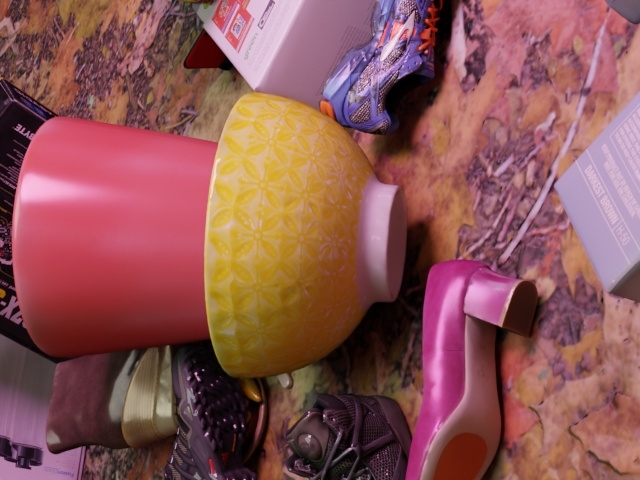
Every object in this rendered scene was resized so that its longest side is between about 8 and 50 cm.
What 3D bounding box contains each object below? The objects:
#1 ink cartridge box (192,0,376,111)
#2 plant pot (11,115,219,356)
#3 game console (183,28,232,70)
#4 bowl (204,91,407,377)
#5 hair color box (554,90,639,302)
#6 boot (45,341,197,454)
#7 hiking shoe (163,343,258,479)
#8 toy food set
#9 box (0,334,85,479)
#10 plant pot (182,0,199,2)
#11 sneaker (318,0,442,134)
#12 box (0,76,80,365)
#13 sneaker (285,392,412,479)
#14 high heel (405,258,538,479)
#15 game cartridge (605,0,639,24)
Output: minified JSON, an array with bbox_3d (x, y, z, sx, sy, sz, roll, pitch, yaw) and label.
[{"bbox_3d":[0.002,-0.331,1.621,0.309,0.130,0.272,-61,32,17],"label":"ink cartridge box"},{"bbox_3d":[-0.174,0.000,1.577,0.243,0.275,0.275,2,73,11],"label":"plant pot"},{"bbox_3d":[-0.123,-0.295,1.832,0.144,0.085,0.124,-55,37,25],"label":"game console"},{"bbox_3d":[0.000,0.000,1.424,0.156,0.289,0.289,4,75,13],"label":"bowl"},{"bbox_3d":[0.352,-0.102,0.950,0.374,0.185,0.113,-50,39,31],"label":"hair color box"},{"bbox_3d":[-0.244,0.133,1.755,0.207,0.090,0.248,-11,63,30],"label":"boot"},{"bbox_3d":[-0.137,0.228,1.570,0.114,0.086,0.227,-27,69,35],"label":"hiking shoe"},{"bbox_3d":[-0.107,0.197,1.632,0.192,0.038,0.132,-62,35,17],"label":"toy food set"},{"bbox_3d":[-0.397,0.222,1.938,0.087,0.169,0.290,-13,64,51],"label":"box"},{"bbox_3d":[-0.218,-0.428,1.666,0.254,0.254,0.239,22,93,57],"label":"plant pot"},{"bbox_3d":[0.092,-0.202,1.493,0.087,0.083,0.221,33,97,23],"label":"sneaker"},{"bbox_3d":[-0.339,-0.009,1.759,0.257,0.322,0.079,-49,38,8],"label":"box"},{"bbox_3d":[0.039,0.227,1.323,0.087,0.130,0.227,-54,39,30],"label":"sneaker"},{"bbox_3d":[0.105,0.133,1.299,0.117,0.082,0.244,13,83,50],"label":"high heel"},{"bbox_3d":[0.316,-0.314,1.055,0.230,0.068,0.355,-36,15,38],"label":"game cartridge"}]
